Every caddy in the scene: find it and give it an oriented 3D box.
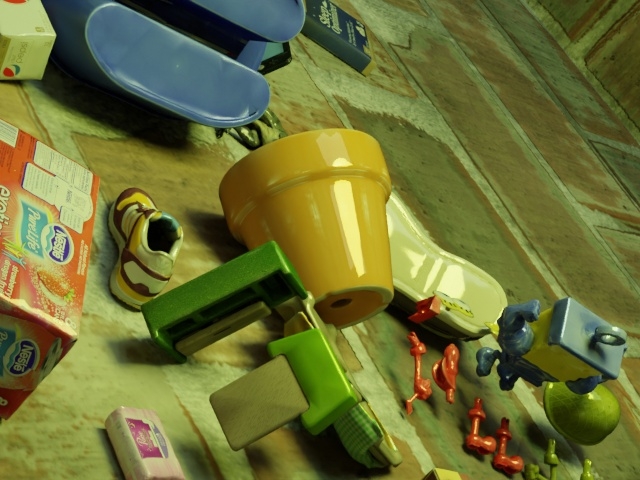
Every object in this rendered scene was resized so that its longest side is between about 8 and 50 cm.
[{"bbox_3d":[-0.190,-0.279,1.704,0.341,0.241,0.179,23,2,-37],"label":"caddy"}]

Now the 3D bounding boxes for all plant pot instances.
[{"bbox_3d":[0.000,0.000,1.630,0.205,0.205,0.188,12,54,-48],"label":"plant pot"}]

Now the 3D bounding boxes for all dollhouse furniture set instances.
[{"bbox_3d":[-0.041,0.158,1.450,0.198,0.151,0.301,62,2,23],"label":"dollhouse furniture set"}]

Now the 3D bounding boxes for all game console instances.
[{"bbox_3d":[-0.108,-0.302,2.071,0.122,0.107,0.071,-100,165,-51],"label":"game console"}]

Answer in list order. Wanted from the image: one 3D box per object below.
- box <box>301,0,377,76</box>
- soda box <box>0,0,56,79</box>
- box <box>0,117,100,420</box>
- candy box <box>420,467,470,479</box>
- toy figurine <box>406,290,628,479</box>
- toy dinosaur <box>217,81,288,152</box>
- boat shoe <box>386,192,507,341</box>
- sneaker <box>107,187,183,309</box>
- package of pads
[{"bbox_3d":[-0.002,-0.385,2.393,0.225,0.036,0.136,30,28,-23],"label":"box"},{"bbox_3d":[-0.382,-0.287,1.614,0.069,0.074,0.216,-5,52,-34],"label":"soda box"},{"bbox_3d":[-0.290,0.018,1.238,0.128,0.122,0.257,31,28,-23],"label":"box"},{"bbox_3d":[0.079,0.306,1.252,0.053,0.187,0.109,20,33,-41],"label":"candy box"},{"bbox_3d":[0.303,0.171,1.689,0.362,0.217,0.191,33,52,-26],"label":"toy figurine"},{"bbox_3d":[-0.088,-0.164,1.901,0.118,0.064,0.268,28,24,-35],"label":"toy dinosaur"},{"bbox_3d":[0.097,0.023,1.830,0.324,0.096,0.117,36,66,-8],"label":"boat shoe"},{"bbox_3d":[-0.181,-0.009,1.485,0.069,0.084,0.185,28,29,-29],"label":"sneaker"},{"bbox_3d":[-0.161,0.193,1.260,0.050,0.032,0.083,15,37,-47],"label":"package of pads"}]
